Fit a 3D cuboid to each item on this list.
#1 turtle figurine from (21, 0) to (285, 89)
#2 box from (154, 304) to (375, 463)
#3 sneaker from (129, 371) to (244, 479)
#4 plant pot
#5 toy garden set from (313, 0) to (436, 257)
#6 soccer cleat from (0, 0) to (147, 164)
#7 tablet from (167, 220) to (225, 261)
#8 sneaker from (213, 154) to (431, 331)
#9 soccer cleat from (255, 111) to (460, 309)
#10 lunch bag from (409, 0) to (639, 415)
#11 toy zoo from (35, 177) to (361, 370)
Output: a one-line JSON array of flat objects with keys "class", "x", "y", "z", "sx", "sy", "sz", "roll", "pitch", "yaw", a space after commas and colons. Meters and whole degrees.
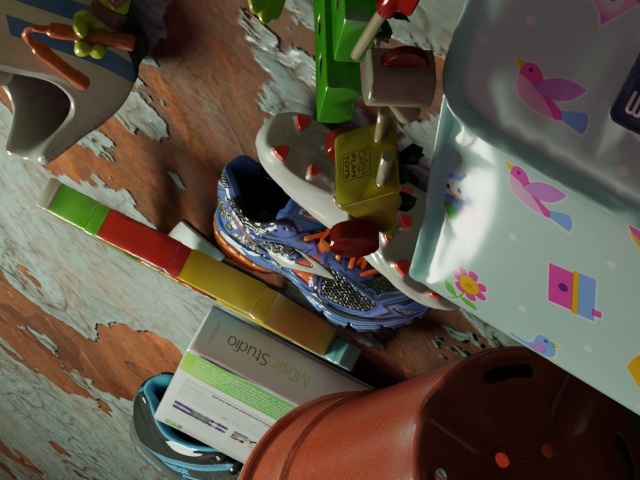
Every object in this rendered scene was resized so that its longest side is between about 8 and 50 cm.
[{"class": "turtle figurine", "x": -0.123, "y": -0.196, "z": 0.885, "sx": 0.217, "sy": 0.087, "sz": 0.269, "roll": 15, "pitch": 139, "yaw": 26}, {"class": "box", "x": -0.043, "y": 0.181, "z": 1.430, "sx": 0.232, "sy": 0.058, "sz": 0.322, "roll": 28, "pitch": 159, "yaw": -3}, {"class": "sneaker", "x": -0.086, "y": 0.279, "z": 1.626, "sx": 0.341, "sy": 0.125, "sz": 0.139, "roll": 31, "pitch": 153, "yaw": 11}, {"class": "plant pot", "x": 0.101, "y": 0.214, "z": 1.091, "sx": 0.272, "sy": 0.272, "sz": 0.265, "roll": 40, "pitch": 147, "yaw": -6}, {"class": "toy garden set", "x": 0.038, "y": -0.123, "z": 0.708, "sx": 0.049, "sy": 0.203, "sz": 0.244, "roll": 2, "pitch": 156, "yaw": -8}, {"class": "soccer cleat", "x": -0.238, "y": -0.192, "z": 0.976, "sx": 0.116, "sy": 0.143, "sz": 0.331, "roll": 15, "pitch": 147, "yaw": 40}, {"class": "tablet", "x": -0.124, "y": 0.009, "z": 1.344, "sx": 0.054, "sy": 0.006, "sz": 0.083, "roll": 40, "pitch": 156, "yaw": -6}, {"class": "sneaker", "x": 0.000, "y": 0.000, "z": 1.079, "sx": 0.221, "sy": 0.083, "sz": 0.087, "roll": 21, "pitch": 146, "yaw": 27}, {"class": "soccer cleat", "x": 0.035, "y": -0.023, "z": 1.017, "sx": 0.196, "sy": 0.068, "sz": 0.076, "roll": 40, "pitch": 169, "yaw": -3}, {"class": "lunch bag", "x": 0.175, "y": -0.045, "z": 0.678, "sx": 0.223, "sy": 0.160, "sz": 0.262, "roll": 32, "pitch": 144, "yaw": 21}, {"class": "toy zoo", "x": -0.089, "y": 0.039, "z": 1.225, "sx": 0.293, "sy": 0.030, "sz": 0.192, "roll": 25, "pitch": 174, "yaw": 25}]
